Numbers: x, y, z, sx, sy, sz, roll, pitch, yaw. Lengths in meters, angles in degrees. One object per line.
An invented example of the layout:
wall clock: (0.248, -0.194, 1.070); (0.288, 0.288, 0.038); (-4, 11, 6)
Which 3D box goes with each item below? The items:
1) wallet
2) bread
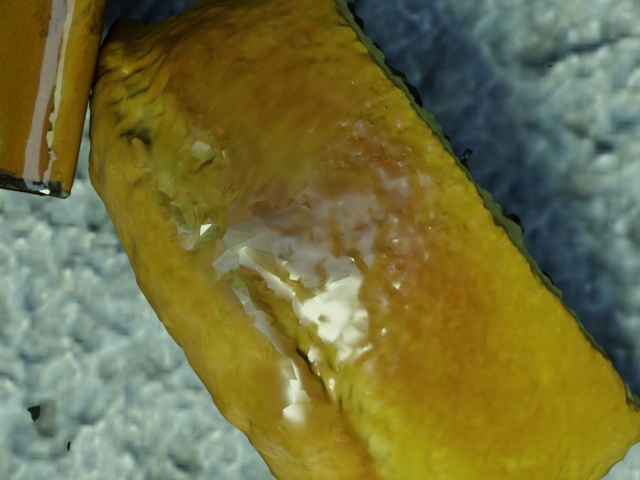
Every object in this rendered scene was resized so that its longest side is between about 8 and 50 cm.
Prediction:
wallet: (-0.144, -0.104, 0.656); (0.195, 0.042, 0.161); (9, 90, 42)
bread: (0.001, 0.004, 0.599); (0.129, 0.134, 0.260); (-37, 78, 8)
